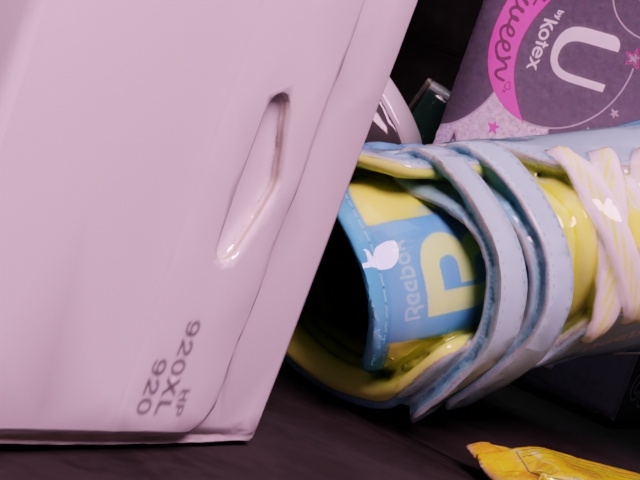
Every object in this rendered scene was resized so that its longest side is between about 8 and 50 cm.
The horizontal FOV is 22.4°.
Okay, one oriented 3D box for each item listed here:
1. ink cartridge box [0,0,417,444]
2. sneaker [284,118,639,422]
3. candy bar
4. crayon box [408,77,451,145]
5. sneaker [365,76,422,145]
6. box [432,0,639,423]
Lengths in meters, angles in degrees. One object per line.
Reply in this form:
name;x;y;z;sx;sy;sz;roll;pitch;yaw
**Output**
ink cartridge box;-0.121;-0.059;0.493;0.233;0.171;0.168;22;6;30
sneaker;0.118;0.003;0.644;0.319;0.127;0.208;-14;-4;25
candy bar;0.132;0.102;0.602;0.161;0.018;0.040;18;9;-18
crayon box;0.191;0.014;1.113;0.318;0.081;0.202;34;6;6
sneaker;-0.082;-0.105;0.997;0.296;0.104;0.147;39;38;13
box;0.159;-0.041;0.902;0.163;0.247;0.142;23;5;31
